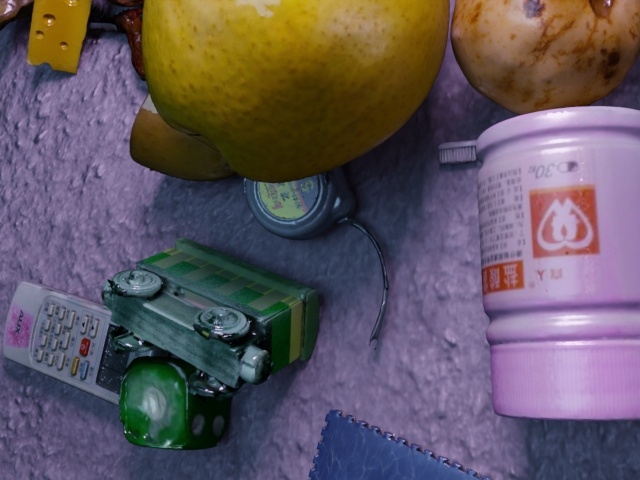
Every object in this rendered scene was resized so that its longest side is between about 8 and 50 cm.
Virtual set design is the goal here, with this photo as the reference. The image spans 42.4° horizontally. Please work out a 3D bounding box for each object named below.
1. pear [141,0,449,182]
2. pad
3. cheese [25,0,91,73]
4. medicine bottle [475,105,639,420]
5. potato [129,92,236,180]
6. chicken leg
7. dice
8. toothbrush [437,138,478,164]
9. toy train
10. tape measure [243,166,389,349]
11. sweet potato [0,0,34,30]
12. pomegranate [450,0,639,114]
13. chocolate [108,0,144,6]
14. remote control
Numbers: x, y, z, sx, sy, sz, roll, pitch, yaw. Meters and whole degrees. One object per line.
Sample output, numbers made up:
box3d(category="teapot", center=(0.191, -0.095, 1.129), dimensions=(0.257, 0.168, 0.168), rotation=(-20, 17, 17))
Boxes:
box3d(category="pear", center=(-0.023, -0.274, 0.974), dimensions=(0.362, 0.362, 0.418), rotation=(27, 87, 31))
box3d(category="pad", center=(0.082, 0.389, 1.076), dimensions=(0.268, 0.012, 0.270), rotation=(16, 91, 31))
box3d(category="cheese", center=(-0.459, -0.385, 1.451), dimensions=(0.126, 0.093, 0.171), rotation=(-129, 51, -61))
box3d(category="medicine bottle", center=(0.277, 0.032, 0.900), dimensions=(0.202, 0.202, 0.316), rotation=(-7, 79, 30))
box3d(category="potato", center=(-0.168, -0.162, 1.226), dimensions=(0.158, 0.178, 0.203), rotation=(39, 78, 13))
box3d(category="chicken leg", center=(-0.310, -0.341, 1.391), dimensions=(0.253, 0.051, 0.106), rotation=(43, 110, 31))
box3d(category="dice", center=(-0.210, 0.236, 1.208), dimensions=(0.130, 0.120, 0.128), rotation=(-1, 81, 28))
box3d(category="toothbrush", center=(0.288, -0.121, 1.019), dimensions=(0.307, 0.025, 0.030), rotation=(-3, 90, 31))
box3d(category="toy train", center=(-0.161, 0.105, 1.153), dimensions=(0.300, 0.202, 0.120), rotation=(19, 118, 31))
box3d(category="tape measure", center=(0.001, 0.000, 1.153), dimensions=(0.164, 0.084, 0.330), rotation=(-22, 84, 26))
box3d(category="sweet potato", center=(-0.572, -0.540, 1.514), dimensions=(0.157, 0.157, 0.370), rotation=(-5, 81, 30))
box3d(category="pomegranate", center=(0.256, -0.250, 0.955), dimensions=(0.215, 0.215, 0.216), rotation=(-5, 81, 30))
box3d(category="chocolate", center=(-0.304, -0.450, 1.362), dimensions=(0.133, 0.124, 0.127), rotation=(7, 44, 3))
box3d(category="remote control", center=(-0.395, 0.170, 1.367), dimensions=(0.343, 0.050, 0.145), rotation=(12, 89, 31))
